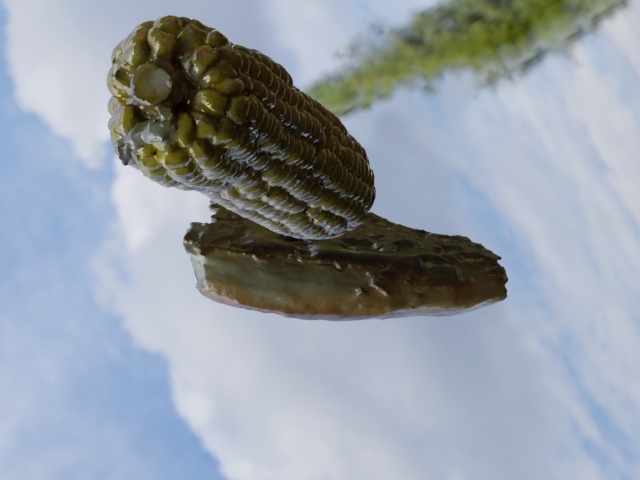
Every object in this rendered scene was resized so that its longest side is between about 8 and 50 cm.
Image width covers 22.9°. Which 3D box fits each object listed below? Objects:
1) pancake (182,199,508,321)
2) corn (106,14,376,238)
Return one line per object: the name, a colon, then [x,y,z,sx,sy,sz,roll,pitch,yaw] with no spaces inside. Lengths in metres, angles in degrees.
pancake: [0.000,0.000,1.327,0.266,0.057,0.244,0,-154,-25]
corn: [-0.037,-0.058,0.964,0.292,0.101,0.101,27,-140,-64]
